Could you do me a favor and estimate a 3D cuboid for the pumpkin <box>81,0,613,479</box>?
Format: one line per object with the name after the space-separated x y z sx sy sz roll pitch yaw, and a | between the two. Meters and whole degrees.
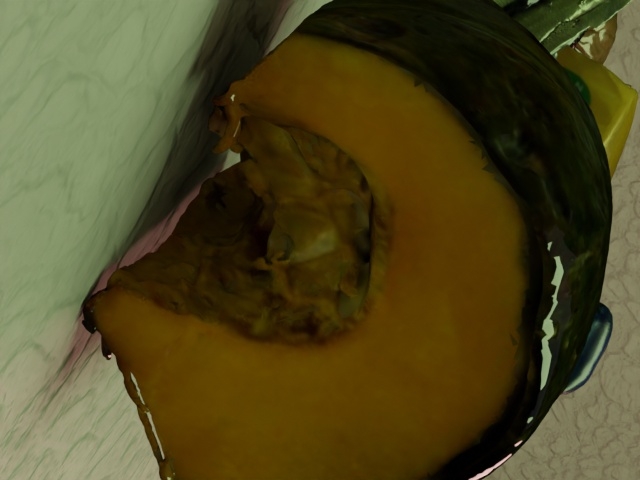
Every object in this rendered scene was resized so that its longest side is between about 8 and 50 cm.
0.035 0.009 0.988 0.303 0.256 0.225 -47 -176 30 | pumpkin

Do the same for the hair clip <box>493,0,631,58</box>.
0.116 -0.169 1.219 0.321 0.091 0.138 -37 128 -6 | hair clip

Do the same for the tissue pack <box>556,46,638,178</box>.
0.083 0.024 1.487 0.382 0.228 0.293 -60 173 -18 | tissue pack

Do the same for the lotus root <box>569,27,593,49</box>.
0.257 -0.312 1.714 0.314 0.141 0.169 -59 153 -18 | lotus root

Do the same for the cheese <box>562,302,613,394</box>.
0.170 0.091 1.708 0.217 0.129 0.329 -60 -158 -9 | cheese

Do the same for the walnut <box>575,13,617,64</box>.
0.238 -0.226 1.879 0.167 0.167 0.207 -60 175 -4 | walnut
